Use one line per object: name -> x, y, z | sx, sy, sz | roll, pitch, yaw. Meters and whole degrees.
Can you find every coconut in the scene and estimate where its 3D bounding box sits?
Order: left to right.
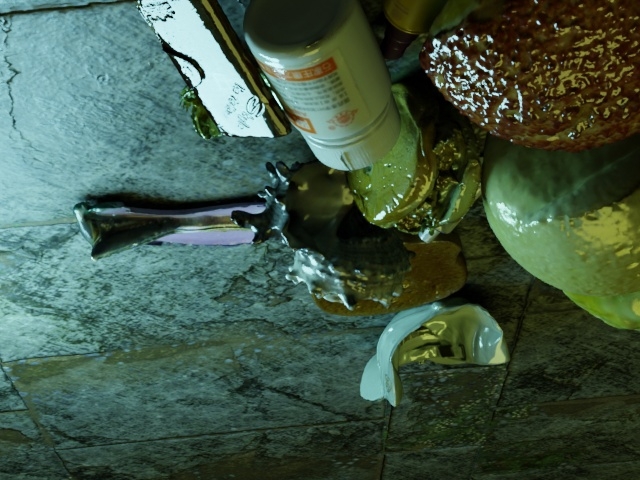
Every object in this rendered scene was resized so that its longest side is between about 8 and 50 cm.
coconut -> -0.114, -0.184, 1.597 | 0.158, 0.055, 0.133 | 19, 144, -35

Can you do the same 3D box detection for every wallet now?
wallet -> -0.129, -0.210, 1.455 | 0.122, 0.031, 0.232 | 3, 139, 40

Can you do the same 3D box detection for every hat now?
hat -> 0.181, 0.191, 2.285 | 0.258, 0.168, 0.301 | -17, -179, -24

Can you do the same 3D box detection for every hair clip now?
hair clip -> -0.200, -0.019, 1.884 | 0.358, 0.095, 0.110 | -5, 117, -20

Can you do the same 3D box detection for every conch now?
conch -> 0.009, 0.002, 1.781 | 0.186, 0.241, 0.313 | -33, 131, 17

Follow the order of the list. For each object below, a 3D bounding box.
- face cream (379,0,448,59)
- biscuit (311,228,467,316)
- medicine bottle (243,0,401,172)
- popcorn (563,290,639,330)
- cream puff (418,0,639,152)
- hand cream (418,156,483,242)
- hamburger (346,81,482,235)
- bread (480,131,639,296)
face cream -> 0.122, -0.300, 1.411 | 0.078, 0.078, 0.273 | 2, 150, -15
biscuit -> 0.112, 0.053, 2.079 | 0.273, 0.049, 0.257 | -12, 150, 5
medicine bottle -> 0.011, -0.203, 1.487 | 0.144, 0.144, 0.252 | -15, 146, 15
popcorn -> 0.483, -0.008, 1.835 | 0.312, 0.312, 0.312 | -5, 151, -3
cream puff -> 0.292, -0.217, 1.388 | 0.350, 0.229, 0.350 | -16, 177, -1
hand cream -> 0.236, -0.078, 1.872 | 0.084, 0.050, 0.257 | 11, 141, -32
hamburger -> 0.127, -0.116, 1.641 | 0.122, 0.215, 0.189 | 6, 120, -28
bread -> 0.372, -0.084, 1.606 | 0.320, 0.320, 0.237 | -10, 143, 7
